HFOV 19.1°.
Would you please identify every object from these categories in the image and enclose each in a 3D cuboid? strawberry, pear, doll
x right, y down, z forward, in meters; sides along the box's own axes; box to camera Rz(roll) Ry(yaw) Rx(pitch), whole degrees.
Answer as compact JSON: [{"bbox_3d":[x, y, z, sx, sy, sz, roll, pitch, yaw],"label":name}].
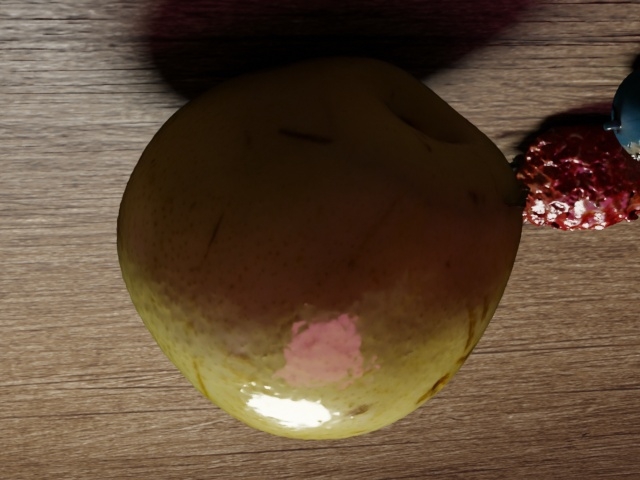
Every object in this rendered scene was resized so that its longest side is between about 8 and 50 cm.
[{"bbox_3d":[0.247,-0.051,1.721,0.192,0.085,0.140,5,154,-34],"label":"strawberry"},{"bbox_3d":[0.000,0.000,1.489,0.309,0.309,0.309,-7,159,-3],"label":"pear"},{"bbox_3d":[0.306,-0.110,1.590,0.152,0.085,0.114,-13,180,-15],"label":"doll"}]
